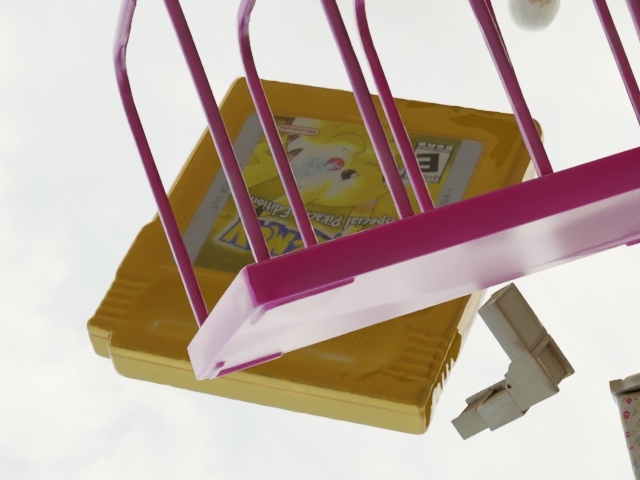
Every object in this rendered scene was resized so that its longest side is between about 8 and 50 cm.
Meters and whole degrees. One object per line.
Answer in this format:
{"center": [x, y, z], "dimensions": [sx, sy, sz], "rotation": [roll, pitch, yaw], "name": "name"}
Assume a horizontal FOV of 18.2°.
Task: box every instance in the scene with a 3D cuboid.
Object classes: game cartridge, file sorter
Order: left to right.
{"center": [0.000, 0.000, 1.590], "dimensions": [0.285, 0.053, 0.324], "rotation": [9, -135, 19], "name": "game cartridge"}
{"center": [0.061, -0.073, 0.972], "dimensions": [0.290, 0.202, 0.182], "rotation": [-17, -100, -14], "name": "file sorter"}

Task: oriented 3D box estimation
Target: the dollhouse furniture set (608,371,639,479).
{"center": [0.339, 0.122, 1.660], "dimensions": [0.355, 0.174, 0.303], "rotation": [-14, -114, 10], "name": "dollhouse furniture set"}

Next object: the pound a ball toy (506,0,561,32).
{"center": [0.162, -0.335, 1.797], "dimensions": [0.208, 0.136, 0.319], "rotation": [22, -114, 8], "name": "pound a ball toy"}

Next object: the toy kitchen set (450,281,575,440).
{"center": [0.119, 0.074, 1.323], "dimensions": [0.075, 0.083, 0.068], "rotation": [55, -145, -4], "name": "toy kitchen set"}
